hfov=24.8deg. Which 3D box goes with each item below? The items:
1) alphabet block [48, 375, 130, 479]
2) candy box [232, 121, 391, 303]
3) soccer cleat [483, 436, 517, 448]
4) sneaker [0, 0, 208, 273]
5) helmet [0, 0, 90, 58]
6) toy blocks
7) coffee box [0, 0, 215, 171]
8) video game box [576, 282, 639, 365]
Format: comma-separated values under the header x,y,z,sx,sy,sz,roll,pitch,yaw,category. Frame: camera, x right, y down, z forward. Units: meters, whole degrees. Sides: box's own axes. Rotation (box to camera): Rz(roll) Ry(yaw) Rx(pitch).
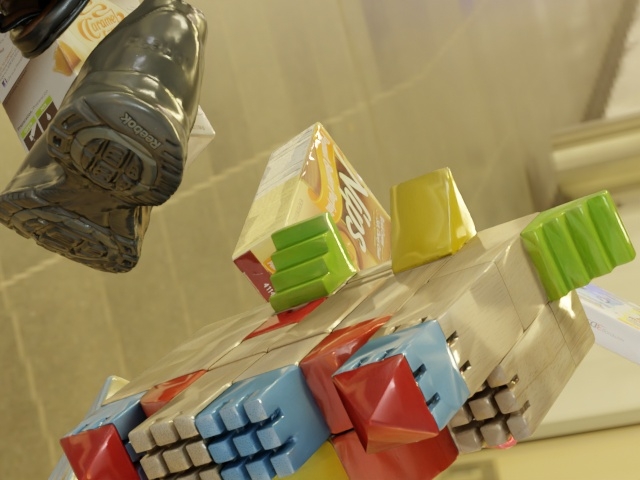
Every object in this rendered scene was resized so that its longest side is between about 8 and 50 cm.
x,y,z,sx,sy,sz,roll,pitch,yaw,category
-0.158,0.275,1.324,0.197,0.192,0.193,26,43,-10,alphabet block
0.000,0.000,1.803,0.183,0.087,0.316,53,21,-18,candy box
0.181,0.150,1.795,0.083,0.095,0.248,-31,117,-24,soccer cleat
-0.138,-0.067,0.987,0.109,0.286,0.130,29,62,-16,sneaker
-0.218,-0.226,1.009,0.169,0.161,0.169,33,20,-14,helmet
-0.008,0.106,0.911,0.261,0.381,0.191,-37,105,-57,toy blocks
-0.225,-0.163,1.355,0.141,0.098,0.247,-2,54,-49,coffee box
0.377,0.103,1.900,0.048,0.205,0.187,-67,162,13,video game box
